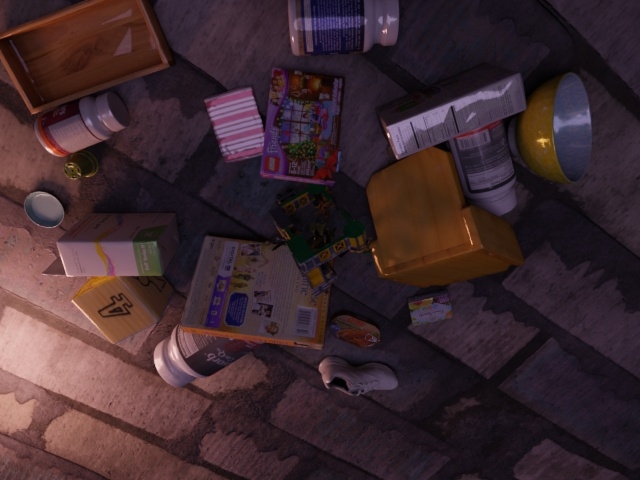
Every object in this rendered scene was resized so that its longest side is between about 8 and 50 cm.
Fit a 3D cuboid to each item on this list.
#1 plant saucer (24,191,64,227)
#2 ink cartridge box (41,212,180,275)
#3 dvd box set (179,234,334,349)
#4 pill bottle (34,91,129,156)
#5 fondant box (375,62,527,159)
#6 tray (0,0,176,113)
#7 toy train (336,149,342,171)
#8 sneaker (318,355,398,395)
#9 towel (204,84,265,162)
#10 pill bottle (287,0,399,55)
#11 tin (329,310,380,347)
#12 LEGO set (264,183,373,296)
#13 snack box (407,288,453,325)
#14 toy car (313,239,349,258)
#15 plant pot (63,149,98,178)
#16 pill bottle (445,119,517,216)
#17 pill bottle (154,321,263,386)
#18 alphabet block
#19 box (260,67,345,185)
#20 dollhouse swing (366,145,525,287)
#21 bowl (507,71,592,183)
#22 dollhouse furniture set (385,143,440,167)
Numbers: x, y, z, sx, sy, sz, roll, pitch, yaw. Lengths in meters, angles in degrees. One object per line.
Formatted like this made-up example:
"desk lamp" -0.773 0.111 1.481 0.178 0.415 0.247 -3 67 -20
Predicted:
"plant saucer" -0.852 -0.099 1.431 0.119 0.021 0.120 -1 115 -1
"ink cartridge box" -0.626 0.007 1.380 0.352 0.207 0.119 -1 117 -1
"dvd box set" -0.178 0.151 1.399 0.419 0.308 0.062 6 153 2
"pill bottle" -0.652 -0.323 1.272 0.221 0.121 0.121 -19 114 8
"fondant box" 0.323 -0.345 1.205 0.330 0.238 0.096 -19 115 9
"tray" -0.618 -0.500 1.216 0.410 0.076 0.203 -16 115 8
"toy train" -0.028 -0.237 1.326 0.183 0.105 0.080 7 115 -4
"sneaker" 0.139 0.511 1.670 0.296 0.129 0.111 8 113 -5
"towel" -0.236 -0.331 1.326 0.144 0.029 0.197 -13 112 6
"pill bottle" 0.056 -0.548 1.153 0.264 0.153 0.153 -2 115 1
"tin" 0.121 0.313 1.627 0.189 0.040 0.106 24 117 -12
"LEGO set" 0.000 0.000 1.344 0.254 0.331 0.192 -37 140 -13
"snack box" 0.377 0.232 1.589 0.141 0.037 0.100 -14 116 6
"toy car" 0.037 0.017 1.496 0.122 0.060 0.040 28 157 4
"plant pot" -0.706 -0.215 1.345 0.083 0.079 0.084 0 115 -1
"pill bottle" 0.459 -0.219 1.308 0.161 0.161 0.283 -21 114 9
"pill bottle" -0.358 0.325 1.533 0.362 0.210 0.210 -34 111 15
"alphabet block" -0.618 0.174 1.471 0.193 0.192 0.197 -28 112 10
"box" -0.046 -0.305 1.245 0.200 0.057 0.294 6 85 -3
"dollhouse swing" 0.346 -0.057 1.360 0.315 0.305 0.346 15 154 -38
"bowl" 0.612 -0.293 1.260 0.156 0.289 0.290 1 126 47
"dollhouse furniture set" 0.274 -0.260 1.364 0.151 0.059 0.076 1 125 20
